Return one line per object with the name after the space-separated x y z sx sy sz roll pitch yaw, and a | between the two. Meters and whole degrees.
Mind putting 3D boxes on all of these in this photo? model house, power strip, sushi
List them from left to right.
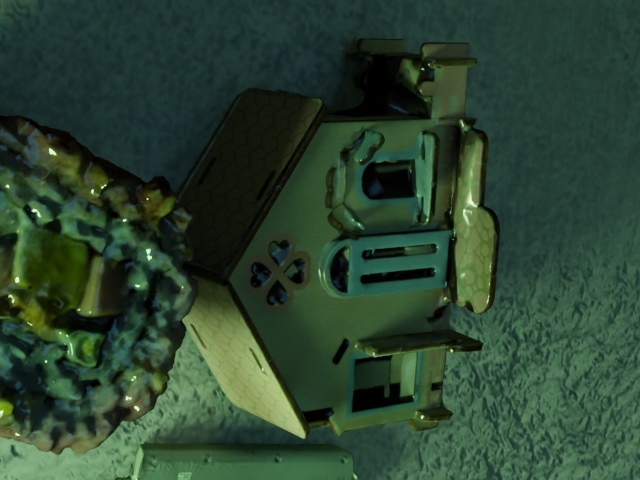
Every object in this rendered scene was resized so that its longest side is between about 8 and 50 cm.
-0.236 0.030 1.182 0.270 0.171 0.237 26 86 -33 | sushi
-0.077 0.205 1.415 0.252 0.027 0.060 5 99 -35 | power strip
0.000 0.000 1.336 0.244 0.169 0.326 -3 103 -32 | model house
